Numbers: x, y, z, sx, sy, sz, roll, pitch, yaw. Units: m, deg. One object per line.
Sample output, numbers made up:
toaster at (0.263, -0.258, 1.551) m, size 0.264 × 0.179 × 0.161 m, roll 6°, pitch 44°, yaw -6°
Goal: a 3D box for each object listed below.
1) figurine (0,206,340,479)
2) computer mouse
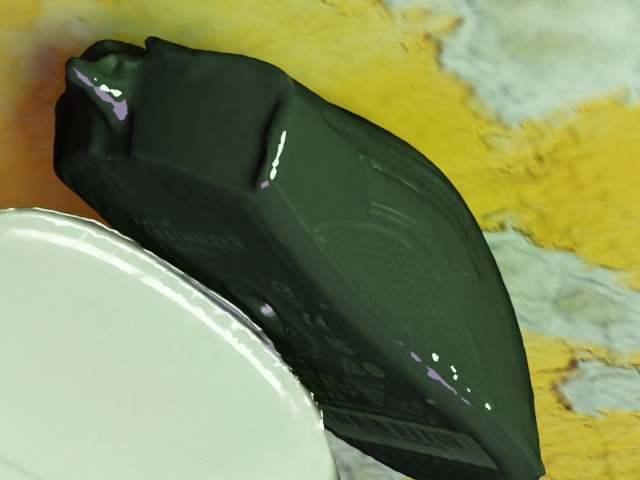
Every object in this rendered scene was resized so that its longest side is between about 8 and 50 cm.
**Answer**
figurine at (-0.191, 0.096, 0.845) m, size 0.284 × 0.206 × 0.315 m, roll -2°, pitch 162°, yaw -30°
computer mouse at (0.000, 0.000, 0.781) m, size 0.147 × 0.088 × 0.264 m, roll 5°, pitch 149°, yaw 48°
